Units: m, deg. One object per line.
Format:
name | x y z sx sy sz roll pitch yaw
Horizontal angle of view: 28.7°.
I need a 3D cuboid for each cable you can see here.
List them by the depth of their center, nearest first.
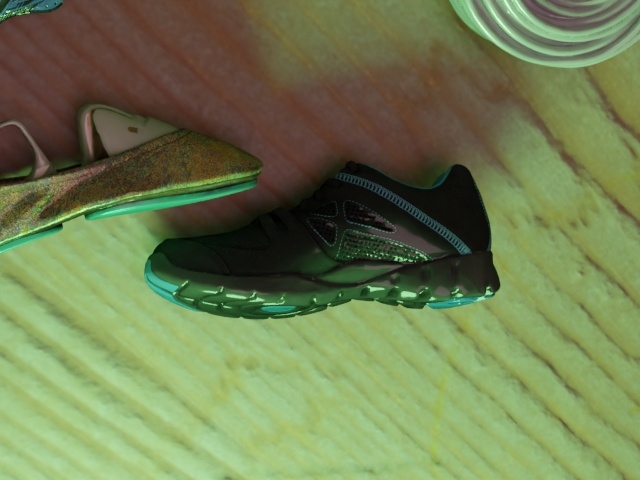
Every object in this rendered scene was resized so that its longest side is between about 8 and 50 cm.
cable | 0.229 -0.293 1.170 0.257 0.089 0.257 -12 113 -16

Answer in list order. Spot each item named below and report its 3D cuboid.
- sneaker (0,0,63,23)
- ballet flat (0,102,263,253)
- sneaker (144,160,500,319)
sneaker | -0.226 -0.237 1.027 0.221 0.083 0.087 -30 130 -3
ballet flat | -0.220 -0.056 1.070 0.348 0.123 0.123 -17 113 -15
sneaker | 0.000 0.000 1.187 0.340 0.125 0.140 -2 81 -18
